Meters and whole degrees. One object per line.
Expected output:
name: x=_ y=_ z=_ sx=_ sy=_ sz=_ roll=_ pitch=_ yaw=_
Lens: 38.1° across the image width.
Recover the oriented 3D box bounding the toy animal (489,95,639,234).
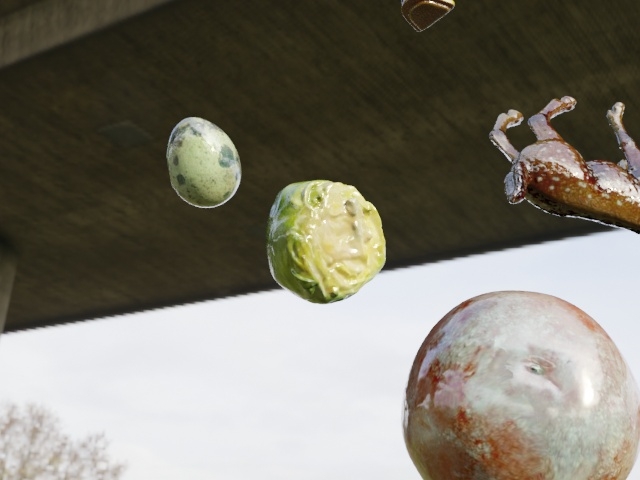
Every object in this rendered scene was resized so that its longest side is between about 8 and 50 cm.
toy animal: x=0.264 y=-0.024 z=0.781 sx=0.243 sy=0.260 sz=0.087 roll=6 pitch=-52 yaw=-4

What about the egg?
egg: x=-0.225 y=-0.148 z=1.762 sx=0.141 sy=0.141 sz=0.181 roll=-5 pitch=-59 yaw=18

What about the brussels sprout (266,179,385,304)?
brussels sprout: x=-0.004 y=0.002 z=1.172 sx=0.149 sy=0.151 sz=0.122 roll=34 pitch=-16 yaw=-33

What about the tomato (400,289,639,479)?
tomato: x=0.263 y=0.225 z=1.223 sx=0.317 sy=0.316 sz=0.282 roll=3 pitch=-27 yaw=3

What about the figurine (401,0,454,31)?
figurine: x=0.154 y=-0.435 z=1.526 sx=0.098 sy=0.154 sz=0.082 roll=16 pitch=-33 yaw=-34
